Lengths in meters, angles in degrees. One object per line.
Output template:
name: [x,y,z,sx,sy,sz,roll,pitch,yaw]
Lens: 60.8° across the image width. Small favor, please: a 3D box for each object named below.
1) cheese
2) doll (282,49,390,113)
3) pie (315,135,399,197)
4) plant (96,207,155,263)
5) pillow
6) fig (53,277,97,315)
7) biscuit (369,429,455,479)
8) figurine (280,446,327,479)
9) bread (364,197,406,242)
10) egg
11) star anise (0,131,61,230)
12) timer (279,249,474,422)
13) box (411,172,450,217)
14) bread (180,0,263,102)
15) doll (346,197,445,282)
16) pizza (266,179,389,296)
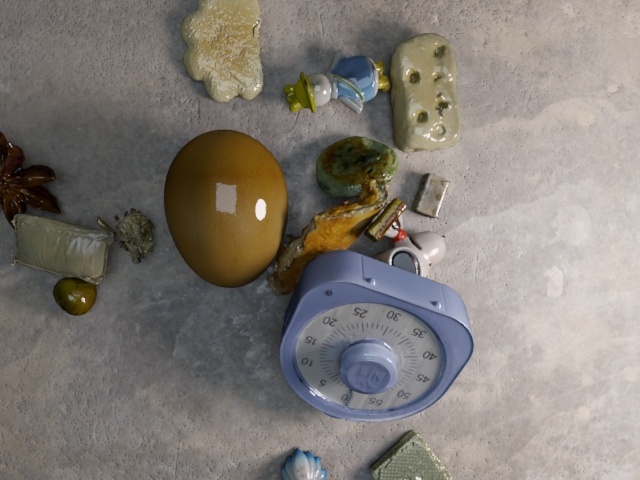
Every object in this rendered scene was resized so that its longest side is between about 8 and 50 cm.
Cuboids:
cheese: [0.242,-0.338,1.251,0.158,0.093,0.263,-6,91,-8]
doll: [0.037,-0.349,1.222,0.240,0.099,0.135,-16,115,-6]
pie: [0.079,-0.165,1.207,0.186,0.041,0.187,-6,51,7]
plant: [-0.420,-0.012,1.165,0.121,0.104,0.117,7,100,-1]
pillow: [-0.535,0.017,1.134,0.208,0.053,0.119,13,100,-4]
fig: [-0.514,0.112,1.169,0.098,0.082,0.084,-35,59,-21]
biscuit: [0.242,0.588,1.279,0.150,0.052,0.252,-37,95,-6]
figurine: [-0.043,0.523,1.238,0.114,0.079,0.114,-6,58,10]
bread: [0.133,-0.040,1.130,0.035,0.090,0.094,41,86,3]
egg: [-0.190,-0.063,1.117,0.249,0.250,0.323,-4,95,-7]
star anise: [-0.637,-0.117,1.131,0.195,0.111,0.213,14,96,-2]
timer: [0.095,0.232,1.135,0.394,0.173,0.395,1,120,1]
box: [0.257,-0.105,1.278,0.062,0.045,0.098,19,87,-8]
bread: [-0.218,-0.436,1.217,0.181,0.039,0.251,-3,91,-8]
doll: [0.155,0.012,1.232,0.271,0.144,0.208,38,65,-9]
pizza: [0.000,0.000,1.154,0.365,0.182,0.074,-46,63,30]
